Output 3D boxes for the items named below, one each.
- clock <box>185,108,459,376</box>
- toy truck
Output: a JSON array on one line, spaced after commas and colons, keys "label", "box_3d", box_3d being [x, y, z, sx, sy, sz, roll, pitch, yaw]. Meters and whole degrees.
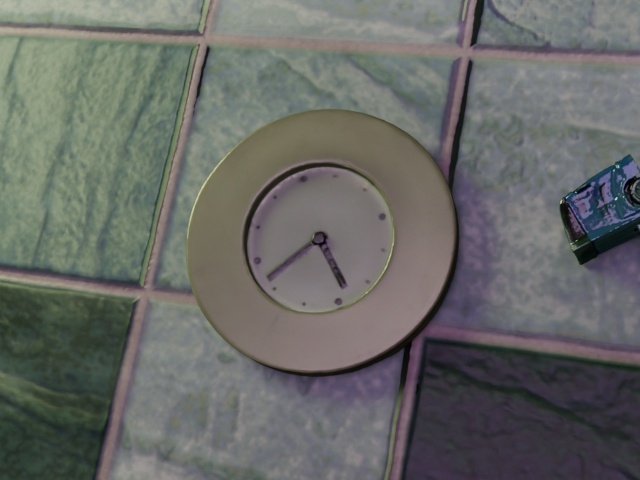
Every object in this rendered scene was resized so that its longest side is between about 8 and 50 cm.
[{"label": "clock", "box_3d": [0.000, 0.000, 0.905, 0.235, 0.029, 0.234, -4, 73, 13]}, {"label": "toy truck", "box_3d": [0.248, 0.027, 0.805, 0.081, 0.067, 0.175, -29, 71, 12]}]
